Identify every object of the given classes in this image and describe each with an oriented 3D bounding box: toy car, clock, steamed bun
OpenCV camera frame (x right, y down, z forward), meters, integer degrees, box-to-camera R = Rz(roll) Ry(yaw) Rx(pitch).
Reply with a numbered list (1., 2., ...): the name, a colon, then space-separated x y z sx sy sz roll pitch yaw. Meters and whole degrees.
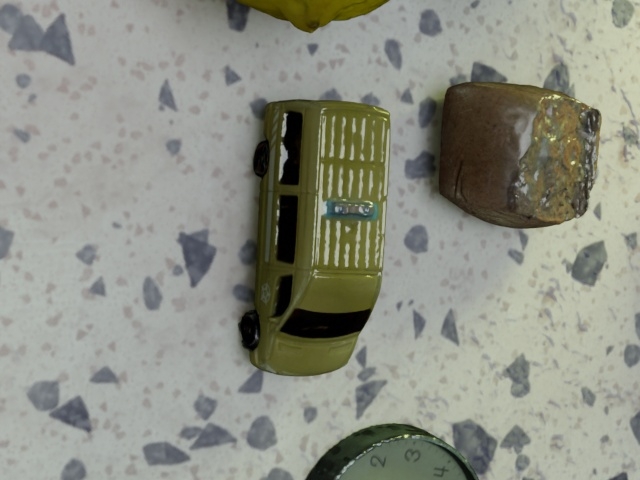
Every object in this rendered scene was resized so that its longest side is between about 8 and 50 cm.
1. toy car: 0.000 0.000 1.085 0.101 0.124 0.257 2 92 -27
2. clock: 0.071 0.291 1.193 0.214 0.042 0.215 -2 95 -28
3. steamed bun: 0.203 -0.084 1.199 0.175 0.106 0.145 3 92 -31

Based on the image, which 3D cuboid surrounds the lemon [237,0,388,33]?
1. lemon: -0.006 -0.315 0.990 0.267 0.267 0.267 -2 95 -28
